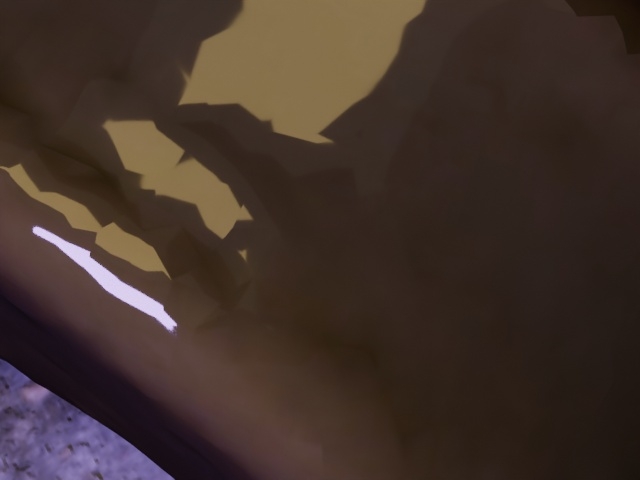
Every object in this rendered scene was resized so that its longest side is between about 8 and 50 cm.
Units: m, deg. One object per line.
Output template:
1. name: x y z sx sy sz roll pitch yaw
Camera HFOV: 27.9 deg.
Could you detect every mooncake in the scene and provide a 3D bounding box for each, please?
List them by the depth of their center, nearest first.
1. mooncake: 0.000 0.000 0.505 0.394 0.393 0.246 40 78 -11
